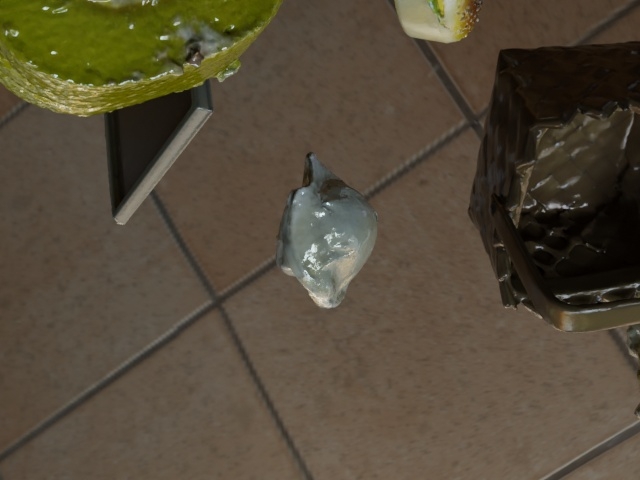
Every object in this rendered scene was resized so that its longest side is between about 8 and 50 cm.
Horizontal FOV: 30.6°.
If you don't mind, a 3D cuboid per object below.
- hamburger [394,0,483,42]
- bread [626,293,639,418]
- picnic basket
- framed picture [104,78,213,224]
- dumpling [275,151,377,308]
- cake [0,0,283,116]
[{"bbox_3d":[0.114,-0.246,1.063,0.081,0.141,0.126,2,60,20],"label":"hamburger"},{"bbox_3d":[0.582,0.055,1.458,0.394,0.250,0.361,1,79,15],"label":"bread"},{"bbox_3d":[0.305,-0.033,1.238,0.254,0.291,0.321,-7,41,-12],"label":"picnic basket"},{"bbox_3d":[-0.173,-0.191,1.159,0.211,0.020,0.289,-43,48,47],"label":"framed picture"},{"bbox_3d":[0.000,0.000,1.338,0.118,0.136,0.199,1,124,29],"label":"dumpling"},{"bbox_3d":[-0.151,-0.205,0.945,0.260,0.156,0.179,-15,92,-18],"label":"cake"}]
